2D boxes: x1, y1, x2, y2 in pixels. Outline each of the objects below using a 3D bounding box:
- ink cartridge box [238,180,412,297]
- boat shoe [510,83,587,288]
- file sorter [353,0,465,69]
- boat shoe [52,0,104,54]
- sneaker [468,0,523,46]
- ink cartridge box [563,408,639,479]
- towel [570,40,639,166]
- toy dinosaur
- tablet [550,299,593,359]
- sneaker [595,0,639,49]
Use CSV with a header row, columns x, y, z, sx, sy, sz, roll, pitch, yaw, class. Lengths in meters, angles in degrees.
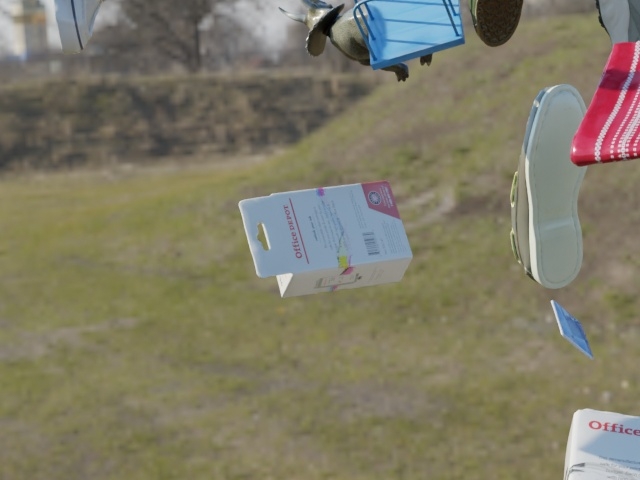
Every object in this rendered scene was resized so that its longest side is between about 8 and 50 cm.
x,y,z,sx,sy,sz,roll,pitch,yaw,class
0.000,0.000,1.905,0.198,0.115,0.067,-7,-28,-18,ink cartridge box
0.331,-0.084,2.284,0.109,0.305,0.091,-8,19,-22,boat shoe
0.100,-0.315,1.903,0.118,0.104,0.170,-15,46,15,file sorter
-0.286,-0.349,1.946,0.088,0.267,0.096,-2,-35,0,boat shoe
0.202,-0.340,1.896,0.064,0.192,0.086,-15,36,-12,sneaker
0.372,0.328,1.832,0.172,0.100,0.237,8,43,6,ink cartridge box
0.403,-0.163,1.610,0.275,0.031,0.199,-7,40,39,towel
0.082,-0.292,2.177,0.160,0.121,0.313,5,2,-32,toy dinosaur
0.299,0.106,1.842,0.006,0.054,0.083,-45,20,19,tablet
0.410,-0.232,1.899,0.108,0.271,0.100,-6,22,24,sneaker
